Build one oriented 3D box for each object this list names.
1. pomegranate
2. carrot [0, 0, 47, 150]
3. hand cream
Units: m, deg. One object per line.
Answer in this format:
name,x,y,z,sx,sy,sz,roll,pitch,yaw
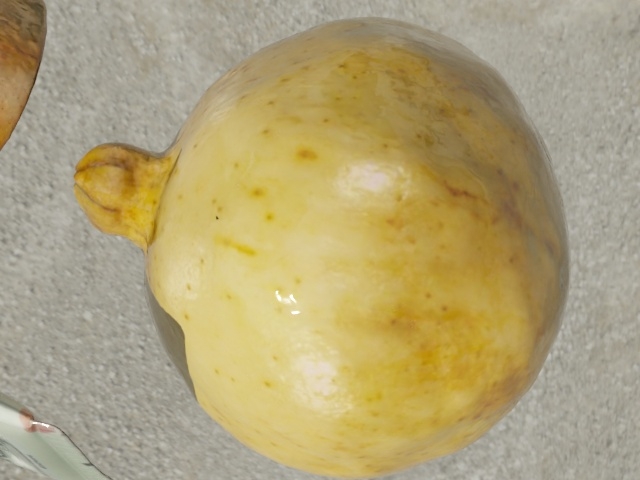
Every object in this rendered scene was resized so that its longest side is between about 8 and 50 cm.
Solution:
pomegranate,0.000,0.000,0.728,0.409,0.410,0.410,-6,65,14
carrot,-0.358,-0.160,0.627,0.195,0.254,0.196,-16,66,38
hand cream,-0.302,0.093,0.617,0.340,0.124,0.078,17,61,16
